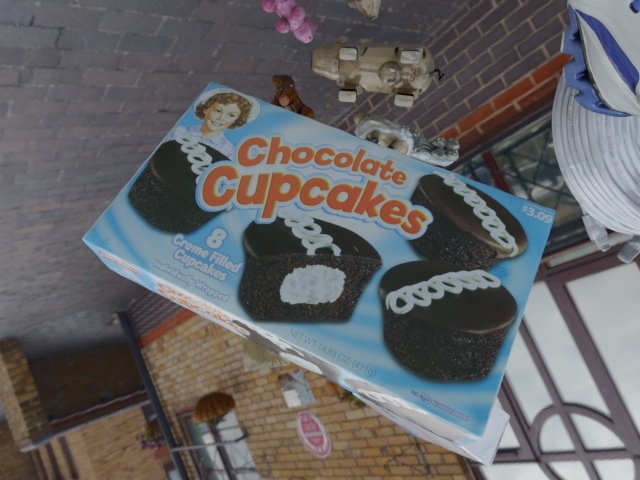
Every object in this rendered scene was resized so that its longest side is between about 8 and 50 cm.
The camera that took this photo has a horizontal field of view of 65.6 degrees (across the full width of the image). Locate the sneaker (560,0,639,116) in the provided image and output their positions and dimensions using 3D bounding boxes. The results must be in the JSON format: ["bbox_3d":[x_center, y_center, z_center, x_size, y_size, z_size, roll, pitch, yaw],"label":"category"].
[{"bbox_3d":[0.225,-0.185,0.316,0.127,0.315,0.182,-36,-147,13],"label":"sneaker"}]

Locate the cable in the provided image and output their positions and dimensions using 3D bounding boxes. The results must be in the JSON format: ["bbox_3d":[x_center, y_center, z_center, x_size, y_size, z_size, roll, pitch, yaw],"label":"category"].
[{"bbox_3d":[0.387,-0.132,0.555,0.257,0.257,0.089,-35,-173,-4],"label":"cable"}]

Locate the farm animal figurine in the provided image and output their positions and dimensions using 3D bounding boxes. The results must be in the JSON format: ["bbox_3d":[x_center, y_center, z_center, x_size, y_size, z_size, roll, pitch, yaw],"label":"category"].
[{"bbox_3d":[0.058,-0.333,0.866,0.172,0.326,0.331,-63,175,-58],"label":"farm animal figurine"}]

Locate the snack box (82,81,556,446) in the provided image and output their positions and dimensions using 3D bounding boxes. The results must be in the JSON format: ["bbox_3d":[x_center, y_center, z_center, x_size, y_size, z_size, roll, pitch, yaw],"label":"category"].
[{"bbox_3d":[0.000,0.000,0.404,0.187,0.321,0.060,-61,165,-25],"label":"snack box"}]

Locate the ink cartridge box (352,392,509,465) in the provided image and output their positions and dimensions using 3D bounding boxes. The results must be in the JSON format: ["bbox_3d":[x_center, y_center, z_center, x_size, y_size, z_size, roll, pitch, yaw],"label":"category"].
[{"bbox_3d":[0.168,0.259,0.790,0.086,0.148,0.203,-57,-162,-21],"label":"ink cartridge box"}]

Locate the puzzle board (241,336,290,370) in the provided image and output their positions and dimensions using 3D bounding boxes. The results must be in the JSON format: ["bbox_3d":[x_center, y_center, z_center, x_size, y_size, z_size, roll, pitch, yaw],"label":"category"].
[{"bbox_3d":[-0.109,0.181,0.961,0.096,0.128,0.011,1,166,-33],"label":"puzzle board"}]

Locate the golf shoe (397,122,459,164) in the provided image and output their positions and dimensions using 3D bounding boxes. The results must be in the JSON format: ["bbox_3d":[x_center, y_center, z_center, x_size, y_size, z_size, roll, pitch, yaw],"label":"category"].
[{"bbox_3d":[0.213,-0.199,1.096,0.176,0.069,0.086,19,164,4],"label":"golf shoe"}]
